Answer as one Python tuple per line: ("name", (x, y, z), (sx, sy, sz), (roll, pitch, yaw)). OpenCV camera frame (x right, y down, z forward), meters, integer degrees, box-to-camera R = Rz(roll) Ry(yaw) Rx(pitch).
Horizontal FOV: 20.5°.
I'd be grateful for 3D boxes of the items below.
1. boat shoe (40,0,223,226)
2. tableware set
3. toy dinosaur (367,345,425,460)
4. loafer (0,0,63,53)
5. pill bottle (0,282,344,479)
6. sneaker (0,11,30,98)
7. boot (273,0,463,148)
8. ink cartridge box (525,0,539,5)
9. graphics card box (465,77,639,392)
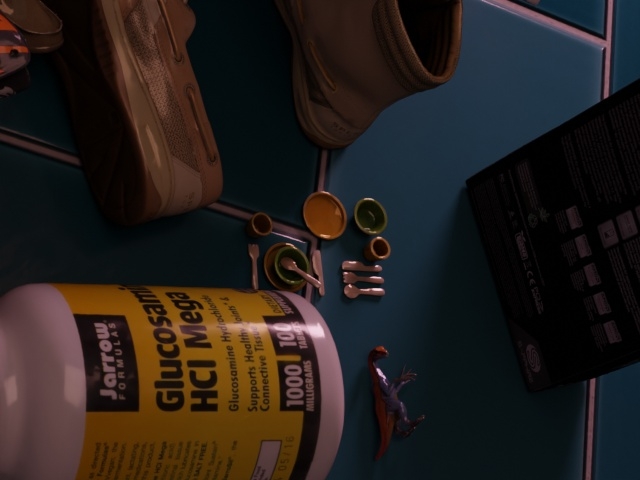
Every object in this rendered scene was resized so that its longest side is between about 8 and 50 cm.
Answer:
("boat shoe", (-0.175, -0.185, 1.572), (0.110, 0.121, 0.341), (-14, 91, -38))
("tableware set", (0.000, 0.000, 1.661), (0.154, 0.024, 0.104), (4, 71, -30))
("toy dinosaur", (0.061, 0.142, 1.640), (0.090, 0.047, 0.082), (-36, 75, -25))
("loafer", (-0.281, -0.217, 1.528), (0.148, 0.050, 0.056), (36, 38, 2))
("pill bottle", (-0.164, 0.129, 1.414), (0.333, 0.188, 0.188), (2, 72, -31))
("sneaker", (-0.312, -0.092, 1.443), (0.180, 0.124, 0.321), (-8, 77, -32))
("boot", (0.040, -0.238, 1.658), (0.095, 0.203, 0.262), (1, 74, -31))
("ink cartridge box", (0.061, -0.366, 1.642), (0.271, 0.309, 0.130), (21, 104, -28))
("graphics card box", (0.295, -0.013, 1.634), (0.094, 0.371, 0.233), (-10, 78, -33))
